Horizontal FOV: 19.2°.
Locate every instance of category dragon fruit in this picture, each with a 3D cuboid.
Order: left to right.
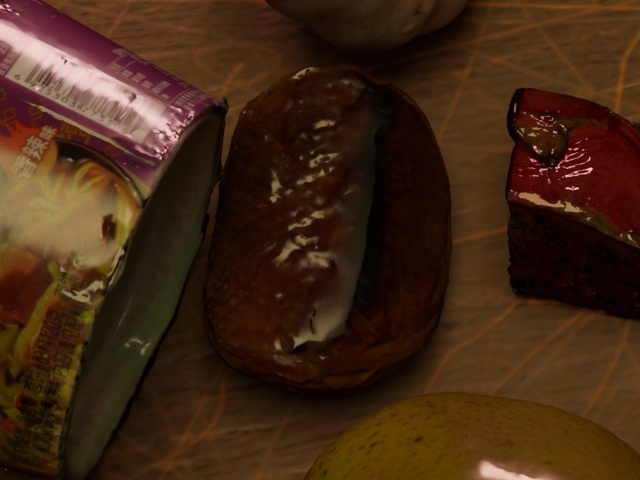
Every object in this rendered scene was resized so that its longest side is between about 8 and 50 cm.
[{"bbox_3d":[0.177,-0.042,1.198,0.127,0.120,0.161,6,60,4],"label":"dragon fruit"}]

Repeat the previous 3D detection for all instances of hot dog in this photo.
[{"bbox_3d":[0.002,-0.001,1.207,0.160,0.099,0.227,7,59,12],"label":"hot dog"}]

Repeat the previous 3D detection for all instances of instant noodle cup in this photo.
[{"bbox_3d":[-0.221,-0.012,1.141,0.266,0.340,0.340,22,68,4],"label":"instant noodle cup"}]

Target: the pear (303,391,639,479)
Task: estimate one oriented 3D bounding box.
[{"bbox_3d":[0.090,0.224,0.993,0.294,0.294,0.294,-3,64,6],"label":"pear"}]

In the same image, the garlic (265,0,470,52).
[{"bbox_3d":[0.003,-0.257,1.293,0.253,0.245,0.245,12,62,48],"label":"garlic"}]
